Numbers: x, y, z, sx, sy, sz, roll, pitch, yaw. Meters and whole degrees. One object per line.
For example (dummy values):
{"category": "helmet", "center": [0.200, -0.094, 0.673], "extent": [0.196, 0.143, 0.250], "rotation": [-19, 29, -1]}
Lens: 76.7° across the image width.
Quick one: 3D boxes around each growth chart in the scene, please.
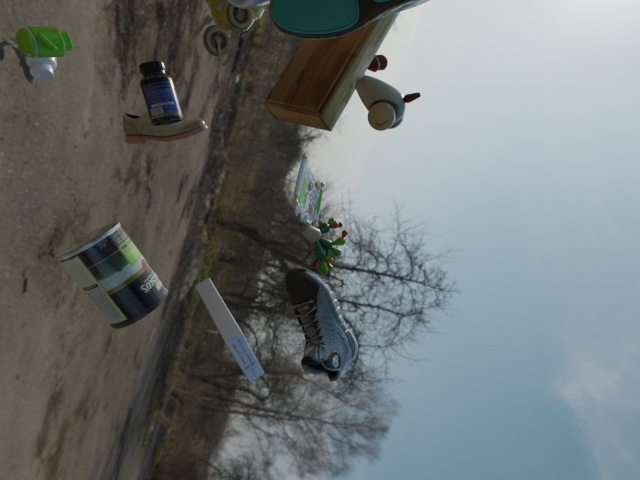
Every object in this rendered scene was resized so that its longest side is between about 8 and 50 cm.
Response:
{"category": "growth chart", "center": [-0.032, -0.125, 1.120], "extent": [0.237, 0.021, 0.171], "rotation": [50, 46, -70]}

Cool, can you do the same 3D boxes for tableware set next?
{"category": "tableware set", "center": [-0.279, -0.650, 1.236], "extent": [0.194, 0.128, 0.039], "rotation": [-51, -142, -1]}

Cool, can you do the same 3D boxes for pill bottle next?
{"category": "pill bottle", "center": [-0.913, -0.610, 1.322], "extent": [0.086, 0.086, 0.152], "rotation": [136, -54, -72]}
{"category": "pill bottle", "center": [-0.619, -0.564, 1.558], "extent": [0.123, 0.123, 0.219], "rotation": [-118, -165, -76]}

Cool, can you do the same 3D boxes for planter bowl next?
{"category": "planter bowl", "center": [-0.300, -0.770, 1.376], "extent": [0.217, 0.217, 0.090], "rotation": [-112, -146, -75]}

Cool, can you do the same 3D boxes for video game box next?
{"category": "video game box", "center": [-0.223, 0.217, 0.988], "extent": [0.205, 0.048, 0.187], "rotation": [43, -21, 44]}

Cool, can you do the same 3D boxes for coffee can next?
{"category": "coffee can", "center": [-0.641, 0.107, 1.262], "extent": [0.201, 0.202, 0.275], "rotation": [-97, 162, -66]}

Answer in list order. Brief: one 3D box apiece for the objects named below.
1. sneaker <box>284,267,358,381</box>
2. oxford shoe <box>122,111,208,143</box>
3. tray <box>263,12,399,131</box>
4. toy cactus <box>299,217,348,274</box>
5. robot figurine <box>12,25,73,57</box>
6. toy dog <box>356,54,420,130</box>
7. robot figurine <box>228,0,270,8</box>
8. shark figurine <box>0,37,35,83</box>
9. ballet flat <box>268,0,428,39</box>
{"category": "sneaker", "center": [-0.012, 0.169, 0.770], "extent": [0.086, 0.228, 0.132], "rotation": [-27, -168, 34]}
{"category": "oxford shoe", "center": [-0.701, -0.518, 1.798], "extent": [0.140, 0.397, 0.146], "rotation": [-77, 162, -68]}
{"category": "tray", "center": [0.033, -0.500, 1.091], "extent": [0.410, 0.203, 0.076], "rotation": [-62, 146, -8]}
{"category": "toy cactus", "center": [0.000, 0.000, 1.352], "extent": [0.112, 0.180, 0.218], "rotation": [-6, -123, 47]}
{"category": "robot figurine", "center": [-0.651, -0.465, 0.950], "extent": [0.101, 0.115, 0.067], "rotation": [15, -59, 43]}
{"category": "toy dog", "center": [0.177, -0.488, 1.224], "extent": [0.161, 0.333, 0.220], "rotation": [-29, -151, 29]}
{"category": "robot figurine", "center": [-0.104, -0.622, 0.862], "extent": [0.300, 0.353, 0.199], "rotation": [16, -49, 47]}
{"category": "shark figurine", "center": [-1.202, -0.754, 1.575], "extent": [0.166, 0.278, 0.116], "rotation": [-58, 166, 6]}
{"category": "ballet flat", "center": [0.080, -0.445, 0.727], "extent": [0.123, 0.349, 0.123], "rotation": [-7, 90, -68]}
